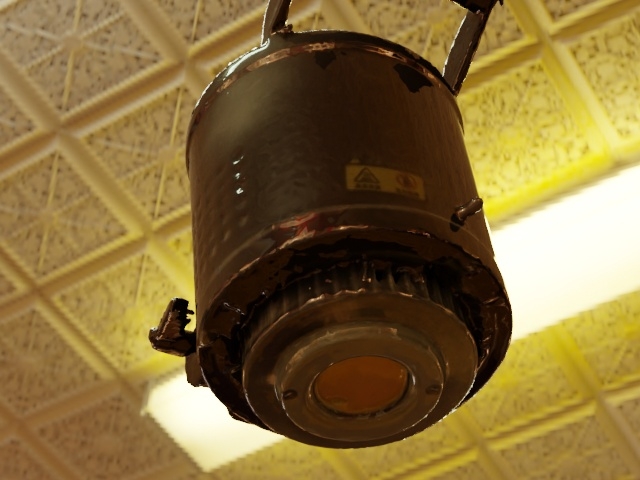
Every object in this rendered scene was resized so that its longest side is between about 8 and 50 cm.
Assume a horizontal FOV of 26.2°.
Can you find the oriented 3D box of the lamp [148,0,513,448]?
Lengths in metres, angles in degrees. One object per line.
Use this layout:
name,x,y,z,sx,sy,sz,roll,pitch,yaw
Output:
lamp,0.019,-0.005,0.927,0.205,0.272,0.374,16,-70,-23
